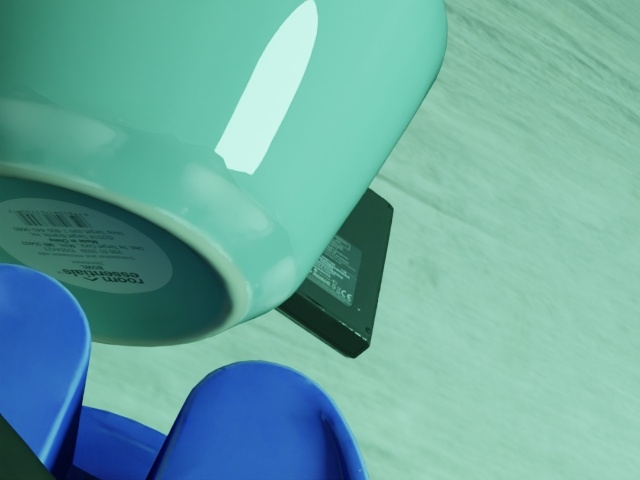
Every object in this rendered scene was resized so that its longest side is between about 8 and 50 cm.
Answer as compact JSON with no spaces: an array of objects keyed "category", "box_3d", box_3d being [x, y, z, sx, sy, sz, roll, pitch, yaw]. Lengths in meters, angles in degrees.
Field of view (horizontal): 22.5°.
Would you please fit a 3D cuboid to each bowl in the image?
[{"category":"bowl","box_3d":[-0.106,-0.059,0.772,0.311,0.311,0.163,28,60,-26]}]

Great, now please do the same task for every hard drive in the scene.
[{"category":"hard drive","box_3d":[0.000,0.000,1.023,0.094,0.022,0.135,35,38,-18]}]

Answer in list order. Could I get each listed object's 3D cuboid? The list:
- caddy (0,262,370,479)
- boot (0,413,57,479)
[{"category":"caddy","box_3d":[-0.119,0.176,0.611,0.241,0.179,0.341,21,44,-1]},{"category":"boot","box_3d":[-0.071,0.108,0.482,0.445,0.146,0.367,37,37,23]}]
